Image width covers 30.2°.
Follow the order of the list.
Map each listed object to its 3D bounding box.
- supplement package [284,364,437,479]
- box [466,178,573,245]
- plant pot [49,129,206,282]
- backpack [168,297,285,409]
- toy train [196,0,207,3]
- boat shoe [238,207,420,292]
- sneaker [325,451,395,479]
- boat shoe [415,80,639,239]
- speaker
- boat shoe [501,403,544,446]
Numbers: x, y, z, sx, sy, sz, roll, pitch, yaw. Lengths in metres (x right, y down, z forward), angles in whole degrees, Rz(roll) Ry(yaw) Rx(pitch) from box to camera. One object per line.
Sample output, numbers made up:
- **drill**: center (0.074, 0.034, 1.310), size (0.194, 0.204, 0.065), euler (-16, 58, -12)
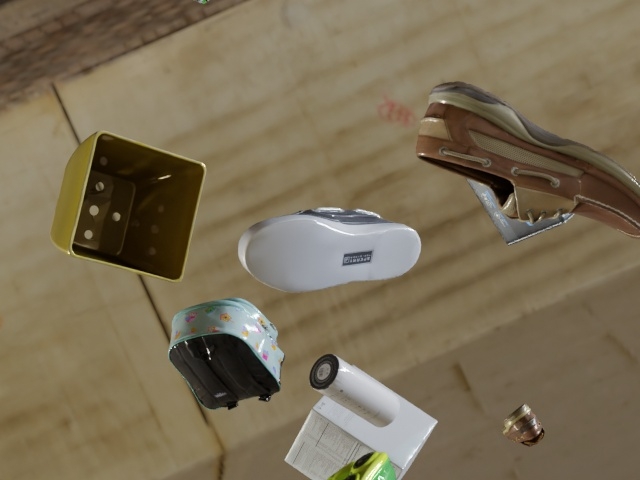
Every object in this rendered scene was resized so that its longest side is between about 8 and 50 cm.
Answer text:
- **supplement package**: center (0.079, 0.385, 2.278), size (0.194, 0.203, 0.149), euler (-39, 158, -57)
- **box**: center (0.381, -0.112, 2.341), size (0.051, 0.220, 0.175), euler (-34, -175, -34)
- **plant pot**: center (-0.351, -0.054, 2.032), size (0.212, 0.212, 0.187), euler (17, 171, -34)
- **backpack**: center (-0.162, 0.178, 1.982), size (0.166, 0.188, 0.144), euler (-14, -130, 23)
- **toy train**: center (-0.188, -0.340, 1.594), size (0.023, 0.083, 0.017), euler (-40, 155, -58)
- **boat shoe**: center (0.000, 0.000, 1.659), size (0.301, 0.108, 0.102), euler (-4, -155, -37)
- **sneaker**: center (0.019, 0.327, 1.044), size (0.109, 0.123, 0.295), euler (-34, -150, 47)
- **boat shoe**: center (0.261, -0.075, 1.466), size (0.116, 0.324, 0.123), euler (-63, -178, -8)
- **speaker**: center (0.048, 0.208, 1.628), size (0.055, 0.136, 0.055), euler (-29, -137, 31)
- **boat shoe**: center (0.357, 0.333, 2.070), size (0.064, 0.060, 0.178), euler (-38, 161, -1)
